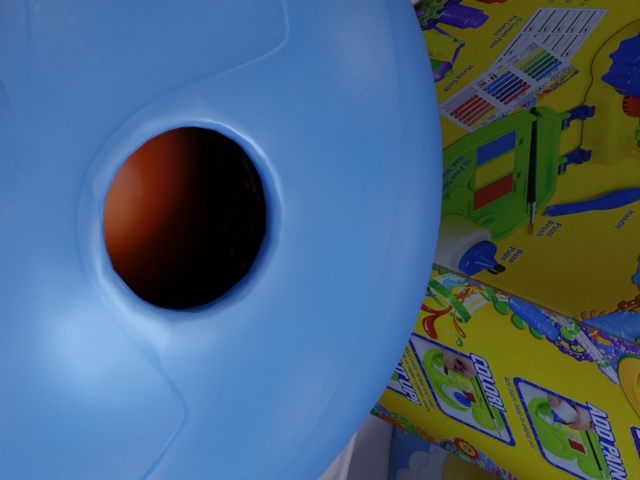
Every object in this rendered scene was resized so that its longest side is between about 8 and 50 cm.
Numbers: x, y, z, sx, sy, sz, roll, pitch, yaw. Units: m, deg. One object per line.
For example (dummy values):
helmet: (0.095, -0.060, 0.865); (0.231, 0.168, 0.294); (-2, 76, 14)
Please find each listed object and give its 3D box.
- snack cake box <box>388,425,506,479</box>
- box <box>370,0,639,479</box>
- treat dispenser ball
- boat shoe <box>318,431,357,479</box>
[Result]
snack cake box: (0.115, 0.228, 0.930); (0.089, 0.152, 0.264); (-13, 114, -43)
box: (0.170, -0.024, 0.786); (0.290, 0.279, 0.177); (-45, 133, -23)
treat dispenser ball: (-0.105, -0.024, 0.489); (0.288, 0.288, 0.288); (-21, 120, -40)
boat shoe: (0.000, 0.000, 0.667); (0.096, 0.088, 0.267); (19, 70, -41)
